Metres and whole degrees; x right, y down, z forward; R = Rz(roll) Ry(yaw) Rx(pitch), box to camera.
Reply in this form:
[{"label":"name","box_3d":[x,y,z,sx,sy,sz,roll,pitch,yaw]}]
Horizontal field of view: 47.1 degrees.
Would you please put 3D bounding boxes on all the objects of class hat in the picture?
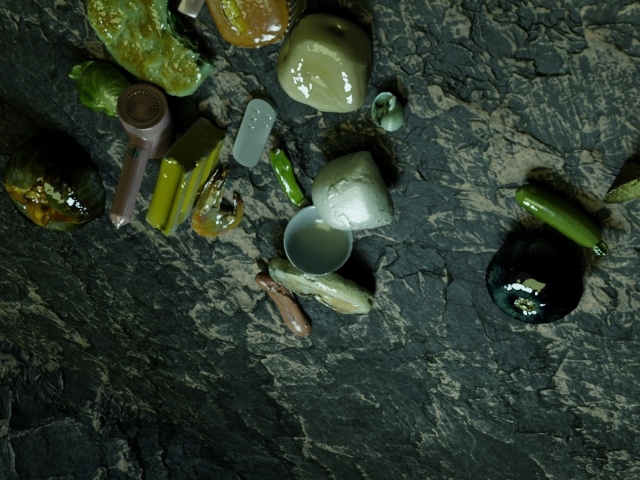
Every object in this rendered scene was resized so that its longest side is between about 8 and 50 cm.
[{"label":"hat","box_3d":[0.640,-0.135,1.505,0.145,0.067,0.146,-13,162,-4]}]

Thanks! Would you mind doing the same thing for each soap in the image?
[{"label":"soap","box_3d":[-0.362,-0.164,1.956,0.091,0.199,0.315,36,144,1]}]

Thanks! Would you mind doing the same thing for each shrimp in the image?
[{"label":"shrimp","box_3d":[-0.283,-0.101,2.065,0.150,0.068,0.249,-4,138,-23]}]

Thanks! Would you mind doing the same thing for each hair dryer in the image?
[{"label":"hair dryer","box_3d":[-0.460,-0.188,1.826,0.125,0.353,0.210,13,164,-1]}]

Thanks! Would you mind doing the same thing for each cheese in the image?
[{"label":"cheese","box_3d":[0.006,-0.368,1.559,0.217,0.117,0.235,-4,138,31]},{"label":"cheese","box_3d":[0.071,-0.116,1.780,0.188,0.154,0.198,-15,123,19]}]

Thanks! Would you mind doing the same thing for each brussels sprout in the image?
[{"label":"brussels sprout","box_3d":[-0.557,-0.389,1.901,0.181,0.100,0.139,38,128,15]}]

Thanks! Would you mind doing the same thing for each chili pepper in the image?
[{"label":"chili pepper","box_3d":[-0.090,-0.171,1.900,0.051,0.050,0.202,-9,134,16]}]

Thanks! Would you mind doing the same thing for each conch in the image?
[{"label":"conch","box_3d":[0.154,-0.286,1.624,0.076,0.056,0.085,26,114,30]}]

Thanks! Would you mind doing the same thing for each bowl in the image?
[{"label":"bowl","box_3d":[0.000,0.000,1.984,0.189,0.189,0.086,21,180,8]}]

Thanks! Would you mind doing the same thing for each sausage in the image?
[{"label":"sausage","box_3d":[-0.112,0.198,2.310,0.078,0.078,0.304,-3,134,33]}]

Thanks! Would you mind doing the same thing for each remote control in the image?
[{"label":"remote control","box_3d":[-0.167,-0.272,1.854,0.077,0.022,0.245,30,141,0]}]

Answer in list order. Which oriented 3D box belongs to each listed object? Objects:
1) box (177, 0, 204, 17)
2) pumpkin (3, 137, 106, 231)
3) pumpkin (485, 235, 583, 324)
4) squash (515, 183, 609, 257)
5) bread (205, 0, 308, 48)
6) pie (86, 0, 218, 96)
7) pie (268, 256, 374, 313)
[{"label":"box","box_3d":[-0.265,-0.537,1.572,0.048,0.025,0.115,17,124,-28]},{"label":"pumpkin","box_3d":[-0.804,-0.167,2.213,0.320,0.192,0.320,17,143,13]},{"label":"pumpkin","box_3d":[0.512,0.099,1.757,0.233,0.163,0.233,18,142,15]},{"label":"squash","box_3d":[0.545,-0.053,1.642,0.252,0.066,0.066,33,142,-7]},{"label":"bread","box_3d":[-0.157,-0.528,1.456,0.204,0.156,0.288,0,133,27]},{"label":"pie","box_3d":[-0.401,-0.498,1.698,0.296,0.078,0.371,4,134,26]},{"label":"pie","box_3d":[0.002,0.130,2.114,0.337,0.075,0.337,20,165,6]}]
